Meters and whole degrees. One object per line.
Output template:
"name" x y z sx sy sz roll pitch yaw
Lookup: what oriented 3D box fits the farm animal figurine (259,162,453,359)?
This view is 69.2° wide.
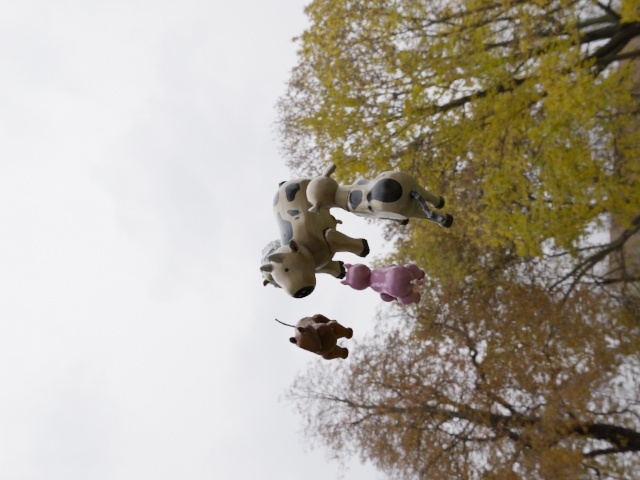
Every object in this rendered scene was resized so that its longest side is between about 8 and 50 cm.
"farm animal figurine" 0.000 0.000 0.698 0.172 0.327 0.330 16 -64 -30
